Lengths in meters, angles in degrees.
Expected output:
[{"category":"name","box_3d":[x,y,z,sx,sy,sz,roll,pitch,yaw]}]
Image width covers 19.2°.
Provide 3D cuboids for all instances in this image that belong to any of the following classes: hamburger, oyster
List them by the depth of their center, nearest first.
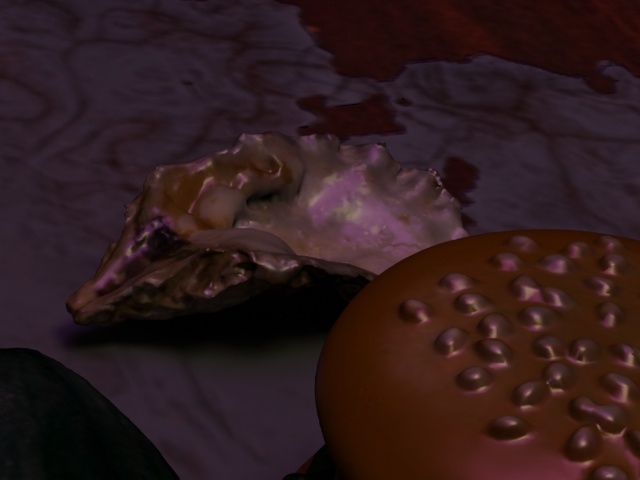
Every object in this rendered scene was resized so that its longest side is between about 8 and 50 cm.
[{"category":"hamburger","box_3d":[0.065,0.069,0.478,0.162,0.115,0.162,6,34,-4]},{"category":"oyster","box_3d":[0.000,0.000,0.640,0.122,0.045,0.146,15,25,17]}]

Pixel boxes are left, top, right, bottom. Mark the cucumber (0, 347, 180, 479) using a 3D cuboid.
[{"category":"cucumber","box_3d":[-0.068,0.096,0.461,0.115,0.063,0.244,-5,33,-21]}]
